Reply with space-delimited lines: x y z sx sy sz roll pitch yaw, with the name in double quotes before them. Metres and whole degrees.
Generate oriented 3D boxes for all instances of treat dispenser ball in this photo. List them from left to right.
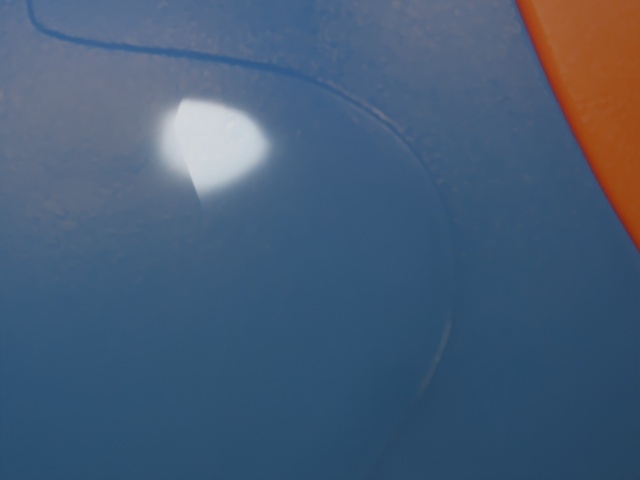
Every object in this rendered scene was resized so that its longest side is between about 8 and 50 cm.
"treat dispenser ball" 0.000 0.000 0.452 0.288 0.288 0.288 -14 5 1
